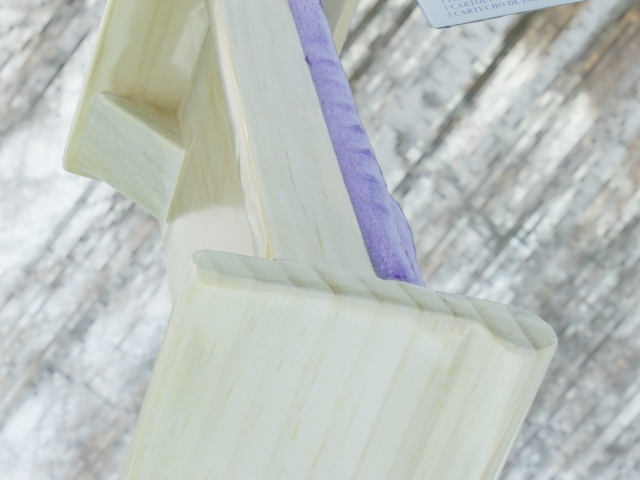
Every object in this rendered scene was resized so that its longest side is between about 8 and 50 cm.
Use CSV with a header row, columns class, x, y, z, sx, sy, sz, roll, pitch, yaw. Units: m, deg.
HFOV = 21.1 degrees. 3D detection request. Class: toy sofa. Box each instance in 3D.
class,x,y,z,sx,sy,sz,roll,pitch,yaw
toy sofa,0.000,0.000,0.690,0.177,0.150,0.362,12,-153,-15

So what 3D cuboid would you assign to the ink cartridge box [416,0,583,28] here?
class,x,y,z,sx,sy,sz,roll,pitch,yaw
ink cartridge box,0.124,-0.118,0.448,0.046,0.207,0.097,59,-145,-38
